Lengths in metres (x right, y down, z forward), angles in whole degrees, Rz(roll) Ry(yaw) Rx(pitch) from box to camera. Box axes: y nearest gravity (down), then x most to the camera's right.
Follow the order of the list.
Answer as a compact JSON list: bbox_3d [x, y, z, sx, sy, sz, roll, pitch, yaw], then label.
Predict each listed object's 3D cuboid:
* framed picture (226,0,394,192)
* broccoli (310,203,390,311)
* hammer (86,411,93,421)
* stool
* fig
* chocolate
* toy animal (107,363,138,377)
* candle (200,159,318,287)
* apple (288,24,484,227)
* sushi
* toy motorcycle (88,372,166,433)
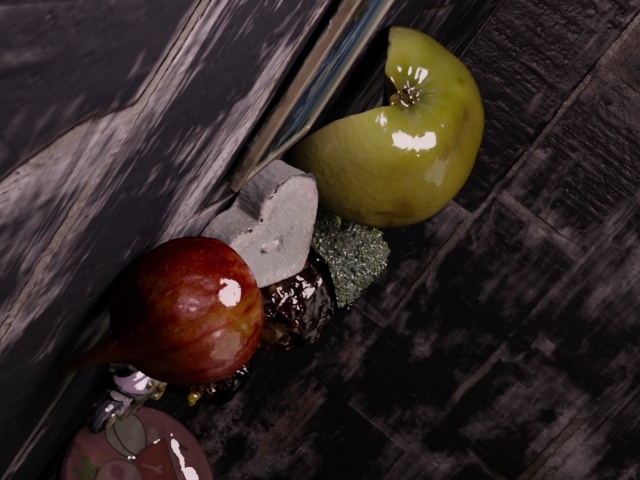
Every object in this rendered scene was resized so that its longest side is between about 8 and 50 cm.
[{"bbox_3d":[0.010,-0.211,1.201,0.315,0.024,0.232,-53,177,34],"label":"framed picture"},{"bbox_3d":[0.010,-0.017,1.889,0.252,0.221,0.361,-46,-168,41],"label":"broccoli"},{"bbox_3d":[-0.330,0.261,1.572,0.083,0.053,0.031,-27,-160,-33],"label":"hammer"},{"bbox_3d":[-0.323,0.418,1.622,0.178,0.272,0.272,-37,-173,45],"label":"stool"},{"bbox_3d":[-0.167,0.091,1.084,0.207,0.175,0.175,-27,164,-30],"label":"fig"},{"bbox_3d":[-0.103,0.121,1.653,0.177,0.206,0.224,-44,173,-47],"label":"chocolate"},{"bbox_3d":[-0.238,0.134,1.380,0.136,0.047,0.065,-51,-178,-23],"label":"toy animal"},{"bbox_3d":[-0.073,-0.008,1.367,0.192,0.068,0.168,-49,145,-9],"label":"candle"},{"bbox_3d":[0.120,-0.151,1.494,0.295,0.233,0.258,-51,180,-16],"label":"apple"},{"bbox_3d":[-0.199,0.211,1.765,0.172,0.150,0.153,-48,175,-40],"label":"sushi"},{"bbox_3d":[-0.261,0.195,1.483,0.152,0.073,0.225,-55,174,19],"label":"toy motorcycle"}]
